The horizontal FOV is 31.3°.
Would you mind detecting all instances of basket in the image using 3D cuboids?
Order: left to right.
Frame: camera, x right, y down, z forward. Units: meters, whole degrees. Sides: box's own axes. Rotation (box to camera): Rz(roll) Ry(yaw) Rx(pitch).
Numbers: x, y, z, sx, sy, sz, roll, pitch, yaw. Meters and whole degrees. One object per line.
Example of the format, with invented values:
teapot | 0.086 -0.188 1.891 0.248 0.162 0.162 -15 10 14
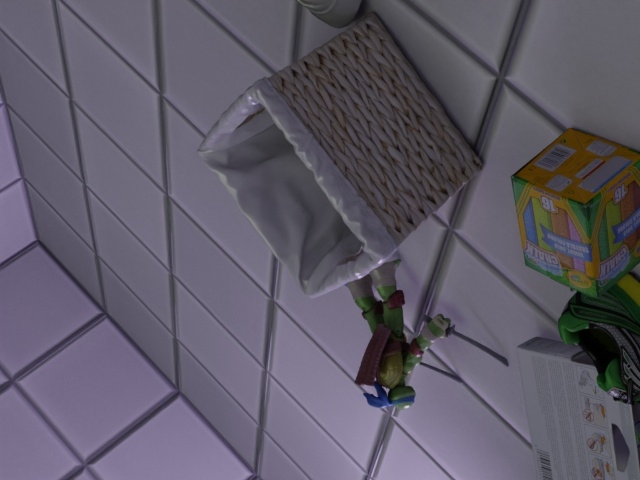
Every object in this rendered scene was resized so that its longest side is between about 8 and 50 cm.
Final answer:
basket | 0.030 -0.126 1.827 0.331 0.266 0.328 54 156 -1

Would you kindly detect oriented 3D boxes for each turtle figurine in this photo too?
turtle figurine | 0.176 0.172 2.171 0.198 0.275 0.266 66 -176 -80

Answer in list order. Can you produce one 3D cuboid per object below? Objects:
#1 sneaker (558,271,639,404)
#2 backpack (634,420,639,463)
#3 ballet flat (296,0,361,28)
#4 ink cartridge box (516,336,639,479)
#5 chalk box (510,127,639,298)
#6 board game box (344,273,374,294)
sneaker | 0.476 0.203 1.628 0.343 0.146 0.134 45 154 15
backpack | 0.532 0.322 1.763 0.114 0.084 0.105 42 151 30
ballet flat | 0.002 -0.426 1.638 0.139 0.139 0.400 47 155 13
ink cartridge box | 0.437 0.307 1.854 0.239 0.060 0.275 8 113 54
chalk box | 0.361 -0.019 1.552 0.132 0.132 0.213 28 147 43
board game box | 0.000 0.000 2.337 0.281 0.027 0.145 36 150 32
